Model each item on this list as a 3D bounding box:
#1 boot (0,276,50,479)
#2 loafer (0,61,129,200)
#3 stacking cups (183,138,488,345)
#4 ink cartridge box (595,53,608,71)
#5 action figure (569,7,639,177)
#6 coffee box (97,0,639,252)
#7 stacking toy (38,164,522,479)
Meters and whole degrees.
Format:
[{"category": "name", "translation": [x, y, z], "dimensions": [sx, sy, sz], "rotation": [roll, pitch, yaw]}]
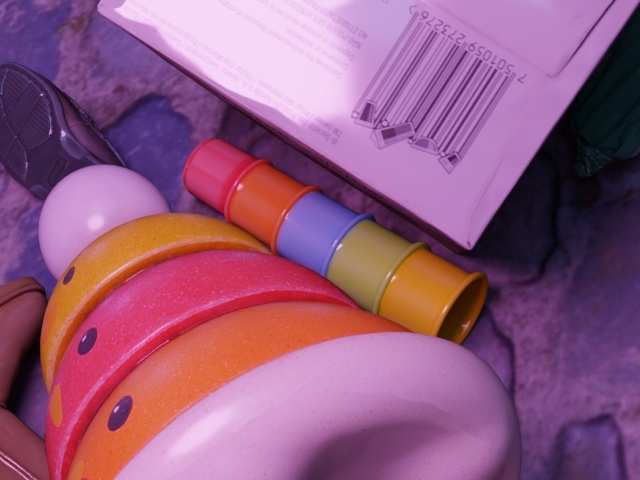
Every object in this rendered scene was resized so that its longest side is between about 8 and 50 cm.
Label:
[{"category": "boot", "translation": [-0.247, 0.189, 1.152], "dimensions": [0.269, 0.089, 0.236], "rotation": [39, 57, 10]}, {"category": "loafer", "translation": [-0.253, -0.080, 1.329], "dimensions": [0.096, 0.084, 0.267], "rotation": [-51, 59, 15]}, {"category": "stacking cups", "translation": [0.000, 0.000, 1.229], "dimensions": [0.316, 0.096, 0.096], "rotation": [29, 69, 22]}, {"category": "ink cartridge box", "translation": [0.267, -0.293, 1.360], "dimensions": [0.153, 0.087, 0.208], "rotation": [-41, 64, -14]}, {"category": "action figure", "translation": [0.315, -0.157, 1.252], "dimensions": [0.137, 0.063, 0.232], "rotation": [42, 101, 30]}, {"category": "coffee box", "translation": [0.076, -0.216, 1.108], "dimensions": [0.337, 0.334, 0.338], "rotation": [34, 92, 4]}, {"category": "stacking toy", "translation": [-0.107, 0.101, 1.009], "dimensions": [0.350, 0.351, 0.480], "rotation": [-32, 45, -10]}]
